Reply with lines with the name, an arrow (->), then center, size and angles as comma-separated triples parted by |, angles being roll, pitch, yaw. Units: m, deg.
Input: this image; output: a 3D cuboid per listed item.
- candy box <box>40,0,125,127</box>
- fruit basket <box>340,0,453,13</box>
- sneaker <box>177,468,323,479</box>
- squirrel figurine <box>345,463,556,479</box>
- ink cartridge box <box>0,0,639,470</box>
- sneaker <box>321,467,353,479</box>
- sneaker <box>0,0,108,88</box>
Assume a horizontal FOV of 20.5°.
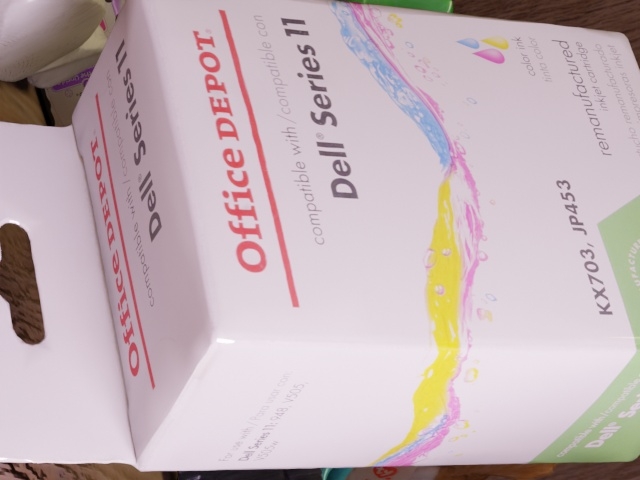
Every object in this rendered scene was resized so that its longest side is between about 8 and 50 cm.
candy box -> -0.165, -0.144, 1.267 | 0.165, 0.070, 0.196 | -92, 165, -82
fruit basket -> -0.037, -0.197, 1.858 | 0.327, 0.353, 0.165 | 68, 30, -77
sneaker -> -0.041, 0.261, 1.242 | 0.131, 0.112, 0.319 | 98, -16, -52
squirrel figurine -> 0.086, 0.067, 1.743 | 0.281, 0.397, 0.370 | 64, 18, -46
ink cartridge box -> 0.006, -0.006, 0.852 | 0.119, 0.353, 0.207 | -55, -139, 47
sneaker -> -0.003, 0.286, 1.498 | 0.107, 0.110, 0.275 | 68, 14, -60
sneaker -> -0.181, -0.150, 1.075 | 0.094, 0.080, 0.212 | 62, -5, 0
